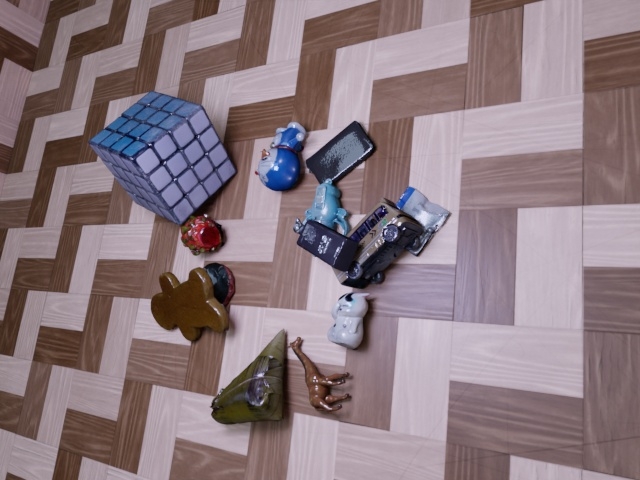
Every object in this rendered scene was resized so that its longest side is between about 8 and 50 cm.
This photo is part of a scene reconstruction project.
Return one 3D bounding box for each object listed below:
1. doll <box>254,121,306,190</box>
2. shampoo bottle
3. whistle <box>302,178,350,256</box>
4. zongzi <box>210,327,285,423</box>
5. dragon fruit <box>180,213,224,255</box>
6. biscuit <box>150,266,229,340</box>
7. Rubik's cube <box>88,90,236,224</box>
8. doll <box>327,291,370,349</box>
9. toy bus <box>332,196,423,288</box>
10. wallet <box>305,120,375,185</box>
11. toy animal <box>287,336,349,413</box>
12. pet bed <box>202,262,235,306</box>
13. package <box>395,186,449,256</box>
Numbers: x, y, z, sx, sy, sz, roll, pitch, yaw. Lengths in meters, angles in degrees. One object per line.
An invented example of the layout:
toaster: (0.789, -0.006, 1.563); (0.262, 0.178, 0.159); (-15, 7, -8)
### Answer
doll: (-0.140, -0.307, 1.808); (0.215, 0.161, 0.256); (-23, 50, 54)
shampoo bottle: (0.000, 0.001, 1.569); (0.309, 0.071, 0.098); (30, 101, 56)
whistle: (0.013, -0.078, 1.695); (0.186, 0.093, 0.273); (3, 81, 34)
zongzi: (-0.235, 0.459, 1.682); (0.274, 0.145, 0.299); (-18, 51, 31)
dragon fruit: (-0.464, -0.020, 1.931); (0.172, 0.166, 0.160); (16, 68, 53)
biscuit: (-0.505, 0.238, 1.872); (0.432, 0.064, 0.282); (-22, 93, 42)
Rubik's cube: (-0.592, -0.319, 1.905); (0.345, 0.343, 0.337); (22, 60, 37)
doll: (0.088, 0.245, 1.547); (0.110, 0.107, 0.180); (-2, 76, 51)
toy bus: (0.164, 0.012, 1.537); (0.289, 0.139, 0.157); (-48, 53, 22)
wallet: (0.066, -0.296, 1.751); (0.250, 0.044, 0.149); (-38, 65, 16)
toy animal: (-0.015, 0.423, 1.585); (0.230, 0.066, 0.224); (-4, 74, 35)
pet bed: (-0.410, 0.178, 1.893); (0.201, 0.053, 0.201); (-9, 72, 30)
package: (0.290, -0.063, 1.564); (0.173, 0.027, 0.171); (42, 102, 34)
